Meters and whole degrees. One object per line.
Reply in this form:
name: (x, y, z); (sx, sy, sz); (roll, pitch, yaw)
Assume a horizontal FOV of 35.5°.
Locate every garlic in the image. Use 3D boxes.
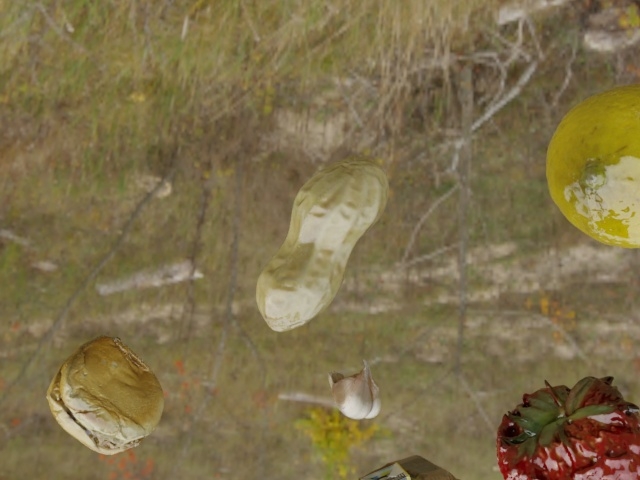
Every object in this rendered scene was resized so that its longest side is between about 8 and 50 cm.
garlic: (0.087, 0.344, 2.246); (0.099, 0.124, 0.174); (-24, 153, 22)

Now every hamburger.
hamburger: (-0.381, 0.281, 1.800); (0.213, 0.214, 0.108); (27, 130, -35)

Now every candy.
candy: (0.161, 0.426, 1.728); (0.143, 0.101, 0.271); (18, -175, 24)

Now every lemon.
lemon: (0.474, -0.111, 1.493); (0.245, 0.245, 0.319); (-23, 173, 42)

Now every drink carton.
drink carton: (0.116, 0.434, 1.538); (0.071, 0.166, 0.056); (-20, -162, -12)

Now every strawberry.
strawberry: (0.391, 0.353, 1.507); (0.261, 0.261, 0.258); (-18, 107, 38)

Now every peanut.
peanut: (0.000, 0.000, 1.362); (0.111, 0.275, 0.125); (21, 166, 29)
